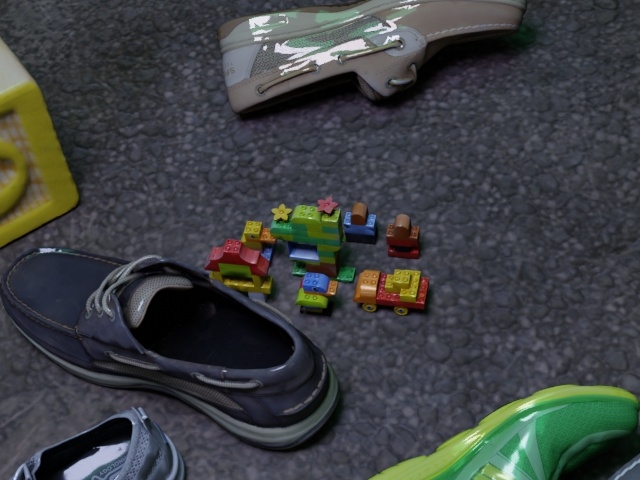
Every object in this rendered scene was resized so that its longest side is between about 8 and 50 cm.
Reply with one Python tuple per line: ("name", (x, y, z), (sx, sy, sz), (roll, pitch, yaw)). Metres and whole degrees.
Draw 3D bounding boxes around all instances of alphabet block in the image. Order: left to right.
("alphabet block", (-0.390, -0.111, 1.289), (0.192, 0.193, 0.197), (-32, 54, -16))

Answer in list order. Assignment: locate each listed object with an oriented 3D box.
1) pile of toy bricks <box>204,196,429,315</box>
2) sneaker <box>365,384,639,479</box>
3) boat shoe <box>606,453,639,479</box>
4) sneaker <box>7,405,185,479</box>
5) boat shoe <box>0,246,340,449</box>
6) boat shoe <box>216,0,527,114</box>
("pile of toy bricks", (0.000, 0.000, 1.206), (0.212, 0.105, 0.118), (5, 52, 11))
("sneaker", (0.141, 0.216, 1.031), (0.295, 0.109, 0.124), (-27, 69, -12))
("boat shoe", (0.330, 0.159, 1.040), (0.305, 0.109, 0.091), (-27, 52, -22))
("sneaker", (-0.250, 0.227, 1.046), (0.281, 0.115, 0.105), (-35, 55, -20))
("boat shoe", (-0.145, 0.067, 1.153), (0.355, 0.130, 0.132), (17, 55, 20))
("boat shoe", (0.061, -0.207, 1.378), (0.341, 0.121, 0.110), (-9, 88, 4))
